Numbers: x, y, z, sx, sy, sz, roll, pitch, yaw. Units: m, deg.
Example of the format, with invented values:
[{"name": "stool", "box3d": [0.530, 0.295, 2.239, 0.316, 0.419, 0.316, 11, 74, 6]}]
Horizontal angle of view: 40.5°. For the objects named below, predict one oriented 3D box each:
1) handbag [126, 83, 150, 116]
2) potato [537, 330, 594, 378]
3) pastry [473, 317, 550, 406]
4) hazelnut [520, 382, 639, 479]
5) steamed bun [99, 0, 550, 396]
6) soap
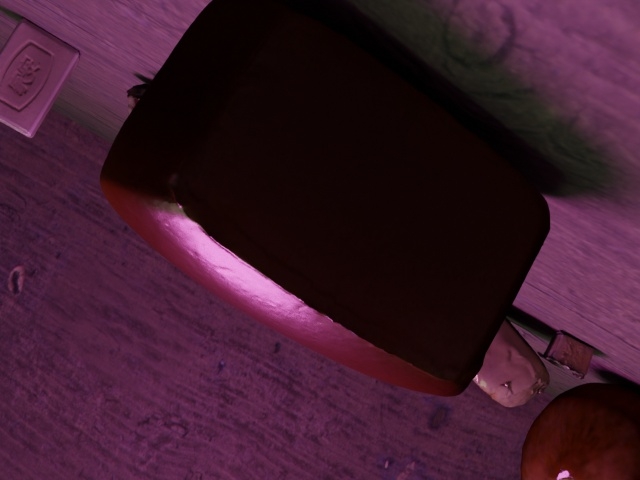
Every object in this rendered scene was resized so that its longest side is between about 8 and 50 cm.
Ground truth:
[{"name": "handbag", "box3d": [-0.230, -0.154, 1.459, 0.235, 0.127, 0.213, 50, 169, -28]}, {"name": "potato", "box3d": [0.462, 0.213, 1.630, 0.086, 0.061, 0.122, 30, 178, 8]}, {"name": "pastry", "box3d": [0.339, 0.219, 1.721, 0.265, 0.133, 0.265, 48, -174, -7]}, {"name": "hazelnut", "box3d": [0.603, 0.454, 1.804, 0.366, 0.366, 0.366, 30, 175, 3]}, {"name": "steamed bun", "box3d": [0.001, -0.032, 0.767, 0.379, 0.235, 0.248, 33, 174, -26]}, {"name": "soap", "box3d": [-0.536, -0.294, 1.580, 0.121, 0.183, 0.064, 30, 175, -11]}]
